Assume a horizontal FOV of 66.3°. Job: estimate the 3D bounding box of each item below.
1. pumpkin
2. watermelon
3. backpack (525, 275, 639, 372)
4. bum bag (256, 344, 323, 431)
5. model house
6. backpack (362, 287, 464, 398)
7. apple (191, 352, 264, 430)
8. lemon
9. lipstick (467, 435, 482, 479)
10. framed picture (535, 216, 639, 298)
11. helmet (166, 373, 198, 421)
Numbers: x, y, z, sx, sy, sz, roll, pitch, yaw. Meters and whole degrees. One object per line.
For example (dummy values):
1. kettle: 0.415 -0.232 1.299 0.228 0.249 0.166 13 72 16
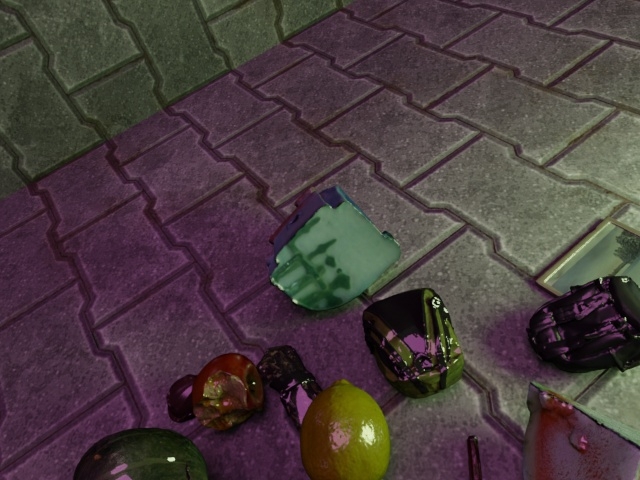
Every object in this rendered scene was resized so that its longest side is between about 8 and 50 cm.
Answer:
1. pumpkin: -0.325 0.524 0.920 0.258 0.291 0.327 -5 60 -23
2. watermelon: 0.464 0.395 0.826 0.320 0.213 0.289 36 69 26
3. backpack: 0.577 0.183 1.039 0.258 0.133 0.206 -26 46 18
4. bum bag: -0.059 0.341 1.143 0.102 0.069 0.248 -19 42 -31
5. model house: 0.000 0.000 1.361 0.295 0.252 0.329 -46 24 6
6. backpack: 0.210 0.225 1.111 0.207 0.140 0.253 -21 42 2
7. apple: -0.218 0.348 1.135 0.158 0.156 0.147 -23 36 13
8. lemon: 0.049 0.392 0.984 0.184 0.184 0.248 -9 51 10
9. lipstick: 0.300 0.466 0.945 0.027 0.027 0.176 -5 47 14
10. framed picture: 0.699 0.074 1.172 0.289 0.016 0.213 -36 48 -15
11. helmet: -0.331 0.379 1.198 0.123 0.070 0.098 -35 48 -15
